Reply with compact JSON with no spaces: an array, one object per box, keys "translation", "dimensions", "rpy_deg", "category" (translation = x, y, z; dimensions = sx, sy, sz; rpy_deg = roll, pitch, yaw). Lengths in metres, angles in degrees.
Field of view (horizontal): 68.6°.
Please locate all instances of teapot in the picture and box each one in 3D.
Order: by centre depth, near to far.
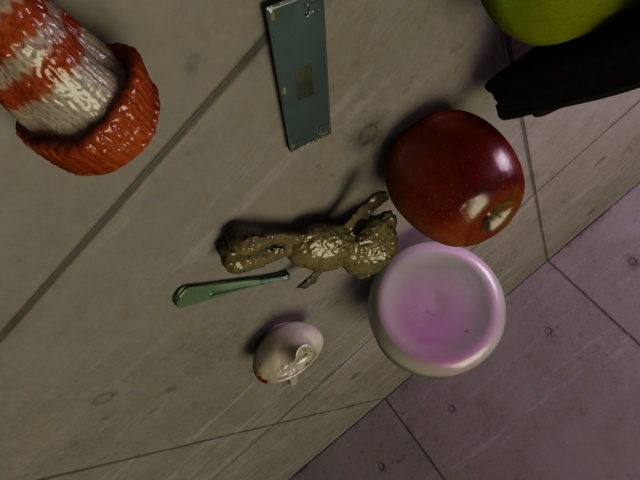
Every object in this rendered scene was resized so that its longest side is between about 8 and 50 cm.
[{"translation":[-0.063,0.217,0.898],"dimensions":[0.145,0.092,0.226],"rpy_deg":[-25,151,-19],"category":"teapot"}]

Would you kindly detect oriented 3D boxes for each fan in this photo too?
[{"translation":[-0.120,0.065,0.680],"dimensions":[0.193,0.016,0.038],"rpy_deg":[-9,139,-42],"category":"fan"}]

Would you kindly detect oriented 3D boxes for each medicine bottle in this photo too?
[{"translation":[0.235,0.161,0.996],"dimensions":[0.256,0.256,0.325],"rpy_deg":[-37,161,-2],"category":"medicine bottle"}]

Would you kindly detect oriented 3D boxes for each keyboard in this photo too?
[{"translation":[-0.018,-0.159,0.462],"dimensions":[0.055,0.014,0.176],"rpy_deg":[-31,152,-13],"category":"keyboard"}]

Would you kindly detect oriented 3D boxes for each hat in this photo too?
[{"translation":[-0.175,-0.118,0.269],"dimensions":[0.093,0.112,0.162],"rpy_deg":[-61,146,-16],"category":"hat"}]

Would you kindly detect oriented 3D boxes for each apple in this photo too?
[{"translation":[0.185,-0.086,0.656],"dimensions":[0.181,0.168,0.180],"rpy_deg":[-24,146,-17],"category":"apple"}]

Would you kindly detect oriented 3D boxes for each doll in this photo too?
[{"translation":[-0.004,0.014,0.677],"dimensions":[0.286,0.091,0.202],"rpy_deg":[-23,138,-24],"category":"doll"}]

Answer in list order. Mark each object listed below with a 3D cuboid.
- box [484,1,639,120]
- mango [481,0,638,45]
[{"translation":[0.413,-0.263,0.535],"dimensions":[0.350,0.090,0.359],"rpy_deg":[-35,-167,-13],"category":"box"},{"translation":[0.219,-0.284,0.409],"dimensions":[0.186,0.149,0.273],"rpy_deg":[-36,158,25],"category":"mango"}]
